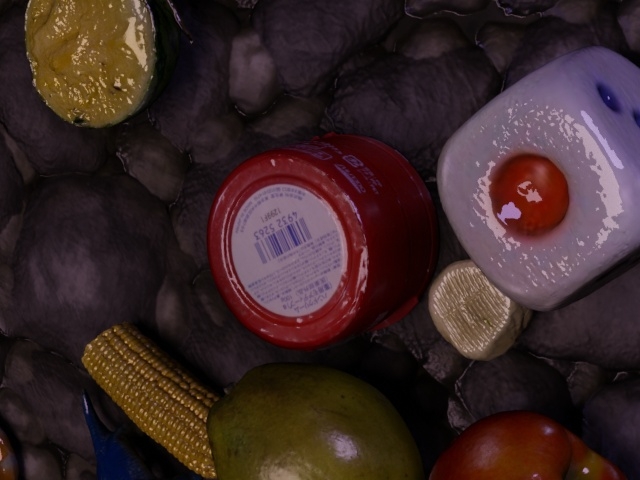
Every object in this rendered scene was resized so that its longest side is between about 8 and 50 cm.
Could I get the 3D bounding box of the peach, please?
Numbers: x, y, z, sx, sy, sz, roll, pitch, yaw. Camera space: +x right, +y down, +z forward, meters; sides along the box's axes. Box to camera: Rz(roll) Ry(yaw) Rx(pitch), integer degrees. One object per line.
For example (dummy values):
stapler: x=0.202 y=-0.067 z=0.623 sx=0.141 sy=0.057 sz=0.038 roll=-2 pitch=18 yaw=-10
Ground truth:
peach: x=0.199 y=0.295 z=1.588 sx=0.243 sy=0.199 sz=0.243 roll=10 pitch=105 yaw=43

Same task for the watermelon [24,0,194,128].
watermelon: x=-0.234 y=-0.241 z=1.809 sx=0.232 sy=0.127 sz=0.204 roll=-42 pitch=76 yaw=35

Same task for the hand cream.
hand cream: x=0.000 y=0.000 z=1.692 sx=0.230 sy=0.149 sz=0.230 roll=6 pitch=101 yaw=34

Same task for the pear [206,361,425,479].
pear: x=-0.002 y=0.247 z=1.709 sx=0.269 sy=0.212 sz=0.212 roll=42 pitch=122 yaw=4

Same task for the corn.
corn: x=-0.186 y=0.193 z=1.897 sx=0.244 sy=0.093 sz=0.093 roll=36 pitch=118 yaw=24

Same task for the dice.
dice: x=0.239 y=-0.056 z=1.486 sx=0.194 sy=0.192 sz=0.193 roll=-41 pitch=75 yaw=32

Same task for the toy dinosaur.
toy dinosaur: x=-0.256 y=0.282 z=1.908 sx=0.248 sy=0.188 sz=0.075 roll=43 pitch=114 yaw=21

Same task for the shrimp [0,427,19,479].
shrimp: x=-0.473 y=0.307 z=2.155 sx=0.161 sy=0.049 sz=0.166 roll=-1 pitch=108 yaw=33

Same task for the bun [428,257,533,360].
bun: x=0.171 y=0.066 z=1.635 sx=0.115 sy=0.069 sz=0.115 roll=8 pitch=104 yaw=31
